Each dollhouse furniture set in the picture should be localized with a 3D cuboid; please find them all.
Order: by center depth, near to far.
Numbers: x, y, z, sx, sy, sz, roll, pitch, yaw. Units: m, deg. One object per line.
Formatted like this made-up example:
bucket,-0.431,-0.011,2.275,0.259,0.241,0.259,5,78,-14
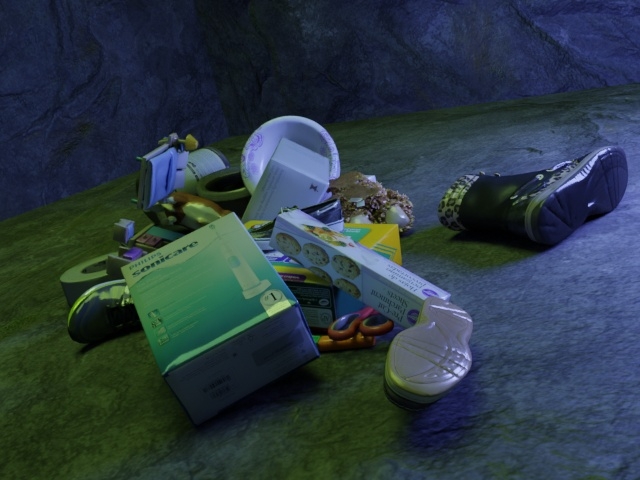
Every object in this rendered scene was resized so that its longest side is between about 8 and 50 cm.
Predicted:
dollhouse furniture set,-0.346,-0.081,1.711,0.198,0.304,0.286,14,20,5

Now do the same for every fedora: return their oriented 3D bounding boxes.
fedora,-0.259,-0.139,2.262,0.243,0.125,0.275,-23,25,-25

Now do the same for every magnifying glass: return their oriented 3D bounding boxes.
magnifying glass,-0.023,0.172,1.187,0.230,0.026,0.092,-6,17,17

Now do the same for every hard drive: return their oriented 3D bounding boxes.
hard drive,-0.466,0.009,2.057,0.171,0.054,0.254,-22,19,-28

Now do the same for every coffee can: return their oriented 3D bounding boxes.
coffee can,-0.462,-0.190,2.463,0.201,0.202,0.275,0,21,40

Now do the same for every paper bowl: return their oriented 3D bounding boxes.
paper bowl,-0.084,-0.208,2.095,0.284,0.285,0.148,-13,-9,2

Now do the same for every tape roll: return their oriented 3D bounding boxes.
tape roll,-0.535,0.093,1.802,0.219,0.072,0.219,-13,15,3

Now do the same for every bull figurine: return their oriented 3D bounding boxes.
bull figurine,-0.352,-0.070,1.957,0.310,0.101,0.188,17,11,5

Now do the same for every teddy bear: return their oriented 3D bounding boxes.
teddy bear,0.111,-0.069,1.795,0.245,0.113,0.338,-28,28,-20

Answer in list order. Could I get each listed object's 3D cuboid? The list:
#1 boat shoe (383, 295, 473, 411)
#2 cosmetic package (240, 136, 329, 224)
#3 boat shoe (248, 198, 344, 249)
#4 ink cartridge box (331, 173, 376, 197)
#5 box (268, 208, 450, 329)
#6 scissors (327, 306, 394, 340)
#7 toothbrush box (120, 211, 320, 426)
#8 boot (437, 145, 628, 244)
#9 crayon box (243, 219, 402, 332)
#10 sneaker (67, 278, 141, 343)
boat shoe,0.142,0.163,0.961,0.102,0.093,0.285,23,21,10
cosmetic package,-0.086,-0.114,1.798,0.156,0.217,0.385,25,12,-4
boat shoe,-0.058,-0.035,1.413,0.219,0.070,0.077,-15,20,-24
ink cartridge box,0.097,-0.152,2.125,0.104,0.062,0.181,-23,19,-30
box,0.057,0.047,1.189,0.323,0.067,0.063,31,29,26
scissors,0.098,0.114,1.251,0.108,0.021,0.297,-8,12,20
toothbrush box,-0.166,0.109,1.130,0.216,0.126,0.295,-28,39,-11
boot,0.461,-0.104,1.546,0.377,0.138,0.284,-32,23,-34
crayon box,-0.063,0.057,1.423,0.362,0.106,0.313,3,21,28
sneaker,-0.378,0.130,1.490,0.299,0.111,0.121,-27,24,-33
